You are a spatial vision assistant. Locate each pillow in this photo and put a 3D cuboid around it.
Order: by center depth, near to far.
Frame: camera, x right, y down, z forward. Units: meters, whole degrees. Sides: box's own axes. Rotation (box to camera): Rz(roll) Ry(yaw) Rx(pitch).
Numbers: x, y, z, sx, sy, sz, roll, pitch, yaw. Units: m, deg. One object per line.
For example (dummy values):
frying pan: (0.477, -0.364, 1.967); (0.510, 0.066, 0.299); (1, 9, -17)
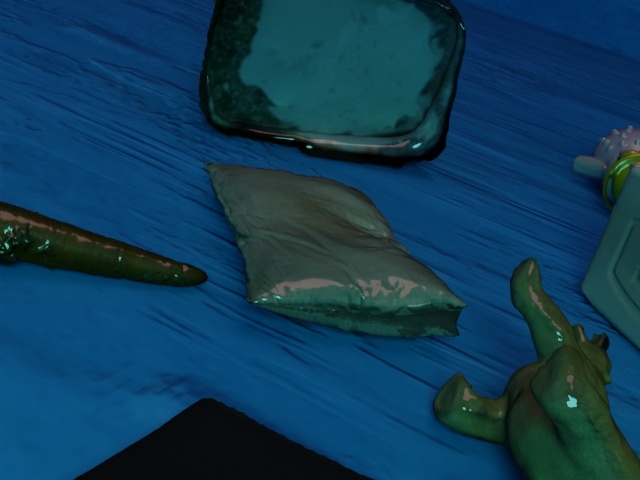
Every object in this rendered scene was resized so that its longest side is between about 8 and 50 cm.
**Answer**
pillow: (0.000, 0.000, 0.693); (0.148, 0.050, 0.229); (13, 19, -20)

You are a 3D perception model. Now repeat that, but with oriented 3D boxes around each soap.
soap: (0.281, 0.034, 0.708); (0.064, 0.121, 0.183); (7, 23, -22)

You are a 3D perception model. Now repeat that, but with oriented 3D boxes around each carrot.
carrot: (-0.191, -0.003, 0.583); (0.254, 0.049, 0.049); (13, 22, -18)

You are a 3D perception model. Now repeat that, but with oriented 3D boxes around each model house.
model house: (-0.011, -0.212, 1.031); (0.253, 0.184, 0.291); (5, 20, -15)

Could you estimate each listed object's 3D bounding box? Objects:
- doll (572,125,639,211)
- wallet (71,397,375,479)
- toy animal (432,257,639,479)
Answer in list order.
doll: (0.353, -0.081, 1.084); (0.129, 0.081, 0.207); (2, 21, 15)
wallet: (-0.069, 0.131, 0.365); (0.124, 0.025, 0.244); (23, 25, 23)
toy animal: (0.130, 0.096, 0.522); (0.101, 0.103, 0.218); (33, 18, -8)
